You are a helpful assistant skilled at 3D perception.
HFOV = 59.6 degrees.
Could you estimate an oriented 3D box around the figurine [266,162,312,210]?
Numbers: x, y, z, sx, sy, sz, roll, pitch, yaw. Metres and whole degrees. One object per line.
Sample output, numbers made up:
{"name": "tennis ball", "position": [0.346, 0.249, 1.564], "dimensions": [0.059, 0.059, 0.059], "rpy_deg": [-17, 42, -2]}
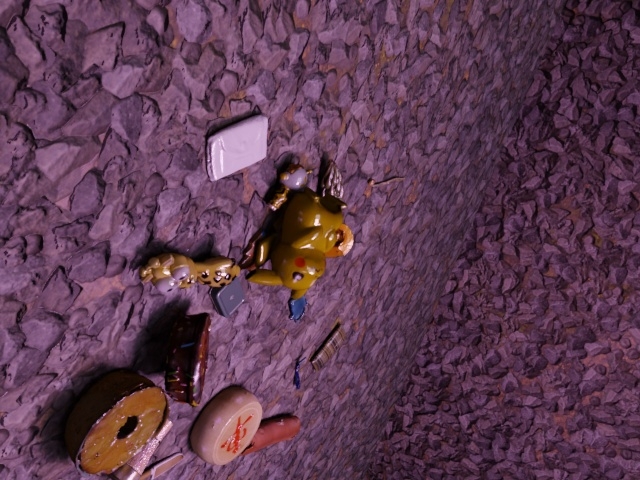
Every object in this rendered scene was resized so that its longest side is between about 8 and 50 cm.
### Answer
{"name": "figurine", "position": [-0.089, -0.144, 1.489], "dimensions": [0.143, 0.068, 0.101], "rpy_deg": [-46, 165, -27]}

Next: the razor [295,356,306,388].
{"name": "razor", "position": [-0.083, 0.505, 2.126], "dimensions": [0.044, 0.028, 0.154], "rpy_deg": [-31, 139, -45]}

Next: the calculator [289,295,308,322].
{"name": "calculator", "position": [-0.076, 0.227, 1.899], "dimensions": [0.094, 0.019, 0.141], "rpy_deg": [-45, 150, -28]}

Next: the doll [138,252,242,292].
{"name": "doll", "position": [-0.295, 0.071, 1.313], "dimensions": [0.117, 0.086, 0.291], "rpy_deg": [-39, 158, 21]}

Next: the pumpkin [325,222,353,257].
{"name": "pumpkin", "position": [0.000, 0.000, 1.704], "dimensions": [0.184, 0.108, 0.118], "rpy_deg": [-12, 103, -12]}

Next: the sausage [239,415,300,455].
{"name": "sausage", "position": [-0.188, 0.715, 2.071], "dimensions": [0.094, 0.094, 0.419], "rpy_deg": [-28, 161, 20]}

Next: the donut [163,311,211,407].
{"name": "donut", "position": [-0.328, 0.298, 1.382], "dimensions": [0.230, 0.096, 0.216], "rpy_deg": [106, -10, -49]}

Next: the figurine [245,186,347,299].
{"name": "figurine", "position": [-0.061, 0.013, 1.542], "dimensions": [0.218, 0.169, 0.326], "rpy_deg": [14, 93, -45]}

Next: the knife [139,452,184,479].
{"name": "knife", "position": [-0.477, 0.661, 1.602], "dimensions": [0.256, 0.022, 0.046], "rpy_deg": [-6, 113, -63]}

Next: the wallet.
{"name": "wallet", "position": [-0.188, -0.216, 1.295], "dimensions": [0.183, 0.032, 0.124], "rpy_deg": [-35, 145, -43]}

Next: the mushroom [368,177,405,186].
{"name": "mushroom", "position": [0.243, -0.216, 2.044], "dimensions": [0.286, 0.028, 0.025], "rpy_deg": [-12, 83, -57]}

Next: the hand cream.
{"name": "hand cream", "position": [-0.464, 0.548, 1.471], "dimensions": [0.203, 0.084, 0.084], "rpy_deg": [-51, 151, -31]}

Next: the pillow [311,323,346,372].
{"name": "pillow", "position": [0.036, 0.435, 2.254], "dimensions": [0.203, 0.038, 0.113], "rpy_deg": [-50, 150, -21]}

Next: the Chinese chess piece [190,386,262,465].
{"name": "Chinese chess piece", "position": [-0.292, 0.587, 1.770], "dimensions": [0.251, 0.097, 0.250], "rpy_deg": [-40, 145, -37]}

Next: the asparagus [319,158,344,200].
{"name": "asparagus", "position": [0.033, -0.124, 1.704], "dimensions": [0.080, 0.080, 0.287], "rpy_deg": [-39, 144, -37]}

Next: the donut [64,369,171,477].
{"name": "donut", "position": [-0.478, 0.419, 1.307], "dimensions": [0.272, 0.107, 0.272], "rpy_deg": [-40, 150, -30]}

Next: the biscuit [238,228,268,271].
{"name": "biscuit", "position": [-0.176, 0.029, 1.548], "dimensions": [0.119, 0.019, 0.129], "rpy_deg": [-20, 131, -52]}

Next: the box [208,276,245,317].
{"name": "box", "position": [-0.250, 0.149, 1.516], "dimensions": [0.091, 0.031, 0.126], "rpy_deg": [-46, 147, -29]}
